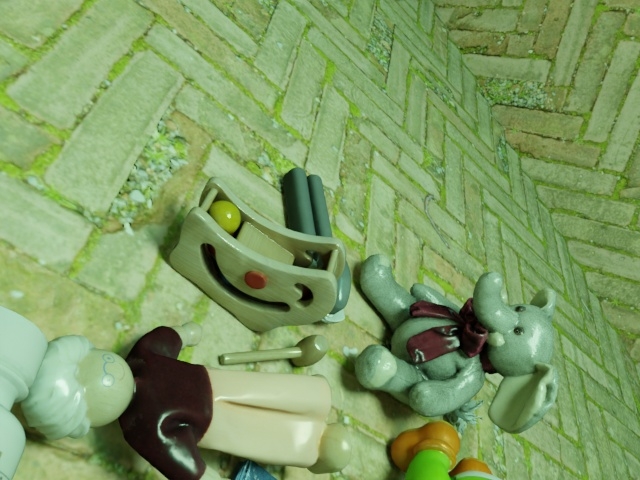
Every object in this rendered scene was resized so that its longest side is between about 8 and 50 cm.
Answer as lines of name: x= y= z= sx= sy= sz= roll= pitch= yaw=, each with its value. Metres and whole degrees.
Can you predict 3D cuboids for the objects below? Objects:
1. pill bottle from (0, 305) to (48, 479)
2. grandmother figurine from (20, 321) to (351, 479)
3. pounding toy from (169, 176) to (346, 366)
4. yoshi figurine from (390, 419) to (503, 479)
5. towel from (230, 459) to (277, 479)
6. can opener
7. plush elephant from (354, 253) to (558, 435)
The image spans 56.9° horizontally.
pill bottle: x=-0.275 y=0.155 z=0.385 sx=0.131 sy=0.131 sz=0.229 roll=35 pitch=46 yaw=-30
grandmother figurine: x=-0.127 y=0.161 z=0.601 sx=0.342 sy=0.104 sz=0.208 roll=21 pitch=23 yaw=-39
pounding toy: x=-0.065 y=0.058 z=0.726 sx=0.269 sy=0.154 sz=0.155 roll=42 pitch=36 yaw=-20
yoshi figurine: x=0.135 y=0.413 z=0.725 sx=0.362 sy=0.204 sz=0.203 roll=-70 pitch=162 yaw=-66
towel: x=-0.079 y=0.299 z=0.626 sx=0.067 sy=0.029 sz=0.119 roll=45 pitch=36 yaw=-19
can opener: x=0.000 y=0.000 z=0.920 sx=0.074 sy=0.093 sz=0.280 roll=21 pitch=43 yaw=-40
plush elephant: x=0.240 y=0.156 z=0.925 sx=0.330 sy=0.255 sz=0.272 roll=47 pitch=29 yaw=-19
